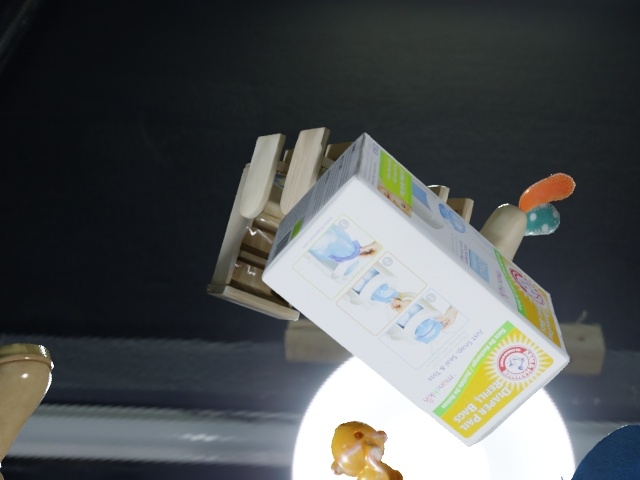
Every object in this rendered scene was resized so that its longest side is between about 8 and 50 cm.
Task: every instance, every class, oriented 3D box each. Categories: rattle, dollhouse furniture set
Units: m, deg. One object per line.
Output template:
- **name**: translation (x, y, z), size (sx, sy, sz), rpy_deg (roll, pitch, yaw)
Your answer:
- **rattle**: translation (0.115, 0.003, 0.928), size (0.142, 0.130, 0.200), rpy_deg (23, -102, 36)
- **dollhouse furniture set**: translation (0.000, 0.000, 1.137), size (0.242, 0.212, 0.161), rpy_deg (-1, -109, 54)

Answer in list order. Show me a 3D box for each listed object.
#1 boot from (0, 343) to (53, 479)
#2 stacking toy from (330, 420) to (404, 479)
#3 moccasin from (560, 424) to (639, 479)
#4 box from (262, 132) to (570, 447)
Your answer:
- **boot**: translation (-0.307, 0.267, 1.004), size (0.089, 0.236, 0.270), rpy_deg (10, -133, -47)
- **stacking toy**: translation (0.105, 0.291, 0.958), size (0.175, 0.166, 0.302), rpy_deg (-30, -112, -24)
- **moccasin**: translation (0.299, 0.353, 1.149), size (0.137, 0.117, 0.342), rpy_deg (24, -129, 22)
- **box**: translation (0.071, 0.035, 0.770), size (0.203, 0.103, 0.114), rpy_deg (40, -161, -10)
